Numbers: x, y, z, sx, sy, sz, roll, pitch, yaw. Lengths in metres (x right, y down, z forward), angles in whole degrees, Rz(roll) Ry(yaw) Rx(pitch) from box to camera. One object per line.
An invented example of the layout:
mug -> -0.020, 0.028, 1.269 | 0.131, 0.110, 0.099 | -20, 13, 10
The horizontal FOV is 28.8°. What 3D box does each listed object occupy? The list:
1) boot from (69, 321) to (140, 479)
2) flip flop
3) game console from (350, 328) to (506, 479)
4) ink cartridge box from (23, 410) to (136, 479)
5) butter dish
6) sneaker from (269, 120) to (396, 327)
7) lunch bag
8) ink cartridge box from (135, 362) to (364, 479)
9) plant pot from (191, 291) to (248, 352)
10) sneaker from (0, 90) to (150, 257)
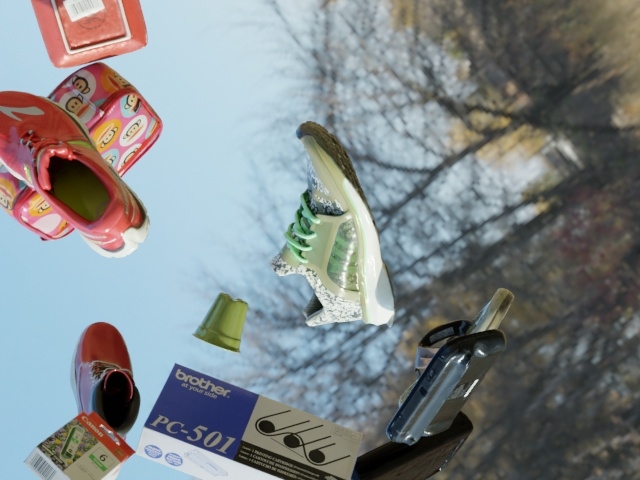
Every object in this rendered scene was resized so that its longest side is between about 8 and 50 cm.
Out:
boot -> -0.278, 0.179, 1.657 | 0.088, 0.176, 0.244 | 7, -132, -17
flip flop -> 0.200, 0.165, 1.952 | 0.080, 0.277, 0.112 | 34, -144, -1
game console -> 0.137, 0.231, 1.598 | 0.213, 0.361, 0.044 | -17, -122, -39
ink cartridge box -> -0.216, 0.195, 1.161 | 0.063, 0.029, 0.115 | 43, -151, 5
butter dish -> -0.368, -0.372, 1.965 | 0.118, 0.160, 0.159 | -116, 12, -55
sneaker -> 0.000, 0.000, 2.027 | 0.158, 0.182, 0.410 | -111, 3, -56
lunch bag -> -0.403, -0.139, 2.073 | 0.120, 0.293, 0.258 | 41, 176, 15
ink cartridge box -> -0.068, 0.202, 1.240 | 0.207, 0.046, 0.097 | 21, -142, 2
plant pot -> -0.151, 0.126, 1.975 | 0.083, 0.079, 0.083 | 21, -179, 0
sneaker -> -0.310, -0.097, 1.479 | 0.279, 0.107, 0.118 | 40, 175, 18
